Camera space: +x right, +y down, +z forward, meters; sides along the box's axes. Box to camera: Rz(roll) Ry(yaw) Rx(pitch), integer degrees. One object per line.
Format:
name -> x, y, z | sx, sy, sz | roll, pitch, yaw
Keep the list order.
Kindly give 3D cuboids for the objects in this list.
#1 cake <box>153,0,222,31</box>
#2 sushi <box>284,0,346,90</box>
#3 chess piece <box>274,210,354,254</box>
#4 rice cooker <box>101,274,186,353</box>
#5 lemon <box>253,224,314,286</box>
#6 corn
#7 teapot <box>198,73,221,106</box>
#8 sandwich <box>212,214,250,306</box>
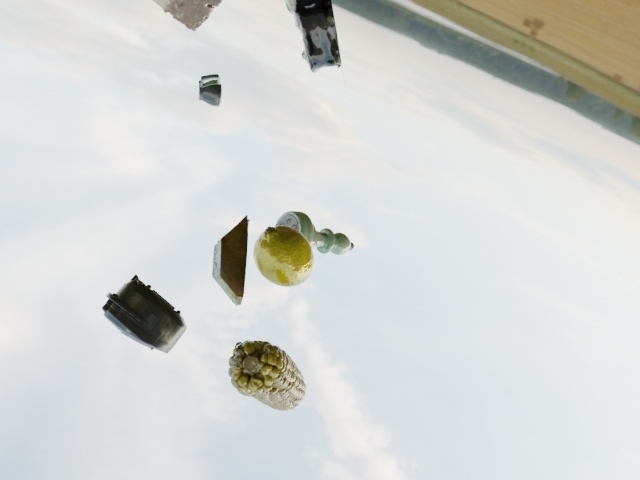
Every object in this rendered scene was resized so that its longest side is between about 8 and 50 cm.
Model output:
cake -> -0.274, -0.639, 1.269 | 0.290, 0.255, 0.282 | 31, 152, -31
sushi -> -0.034, -0.426, 1.071 | 0.100, 0.372, 0.296 | -9, -167, 4
chess piece -> 0.000, 0.000, 1.898 | 0.272, 0.139, 0.139 | 13, -157, -42
rice cooker -> -0.343, 0.149, 1.237 | 0.165, 0.106, 0.112 | 47, 162, -9
lemon -> -0.069, 0.029, 1.168 | 0.109, 0.133, 0.109 | -16, -145, 11
corn -> -0.082, 0.250, 1.143 | 0.102, 0.102, 0.313 | 32, 169, 20
teapot -> -0.274, -0.373, 1.562 | 0.057, 0.088, 0.066 | -1, -127, -15
sandwich -> -0.253, 0.055, 1.799 | 0.096, 0.257, 0.094 | 5, 170, -17
